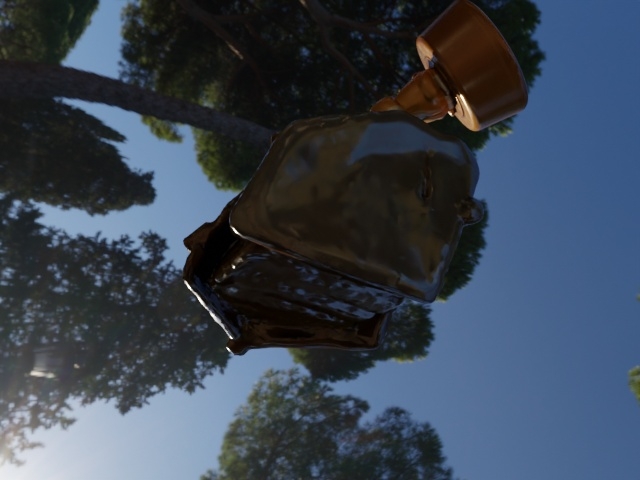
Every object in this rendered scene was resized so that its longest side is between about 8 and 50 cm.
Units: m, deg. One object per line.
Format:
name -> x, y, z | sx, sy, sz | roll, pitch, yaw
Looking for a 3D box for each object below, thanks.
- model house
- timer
model house -> 0.001, -0.001, 0.527 | 0.229, 0.219, 0.199 | -37, -154, 51
timer -> 0.115, -0.151, 0.584 | 0.152, 0.132, 0.132 | -34, -117, 9
